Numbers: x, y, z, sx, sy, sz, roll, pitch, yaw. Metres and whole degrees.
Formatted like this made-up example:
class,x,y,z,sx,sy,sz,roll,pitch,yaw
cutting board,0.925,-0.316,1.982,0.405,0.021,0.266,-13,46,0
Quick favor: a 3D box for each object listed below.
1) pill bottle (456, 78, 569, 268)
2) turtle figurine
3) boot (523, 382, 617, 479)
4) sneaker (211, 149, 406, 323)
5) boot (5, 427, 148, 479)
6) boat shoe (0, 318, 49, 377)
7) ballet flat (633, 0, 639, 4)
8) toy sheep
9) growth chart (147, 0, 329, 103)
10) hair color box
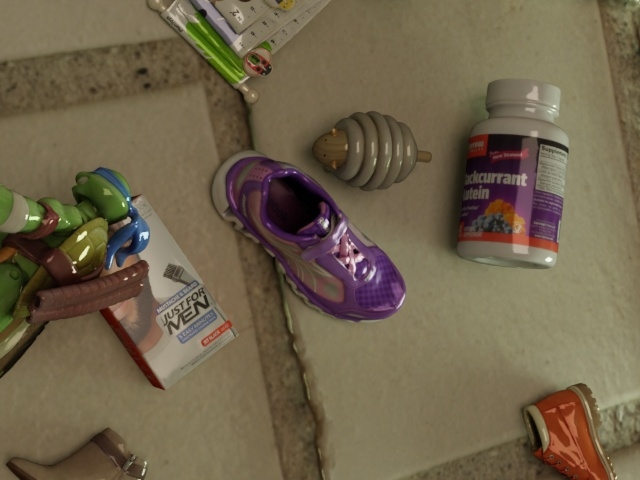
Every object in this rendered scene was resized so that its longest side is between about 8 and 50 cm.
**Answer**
class,x,y,z,sx,sy,sz,roll,pitch,yaw
pill bottle,0.210,-0.071,1.272,0.108,0.108,0.193,10,83,-22
turtle figurine,-0.301,0.004,0.980,0.274,0.198,0.266,50,60,-35
boot,0.276,0.246,1.317,0.085,0.059,0.157,-15,85,-20
sneaker,0.000,0.000,1.183,0.236,0.104,0.095,41,72,-17
boot,-0.224,0.213,1.115,0.118,0.042,0.087,43,66,-17
boat shoe,-0.310,0.091,1.071,0.072,0.068,0.190,40,71,0
ballet flat,0.327,-0.322,1.352,0.241,0.077,0.091,0,89,-23
toy sheep,0.054,-0.092,1.218,0.132,0.091,0.091,-2,88,-23
growth chart,-0.058,-0.267,1.145,0.172,0.021,0.237,39,116,-13
hair color box,-0.166,0.050,1.137,0.093,0.053,0.167,-37,100,-19
